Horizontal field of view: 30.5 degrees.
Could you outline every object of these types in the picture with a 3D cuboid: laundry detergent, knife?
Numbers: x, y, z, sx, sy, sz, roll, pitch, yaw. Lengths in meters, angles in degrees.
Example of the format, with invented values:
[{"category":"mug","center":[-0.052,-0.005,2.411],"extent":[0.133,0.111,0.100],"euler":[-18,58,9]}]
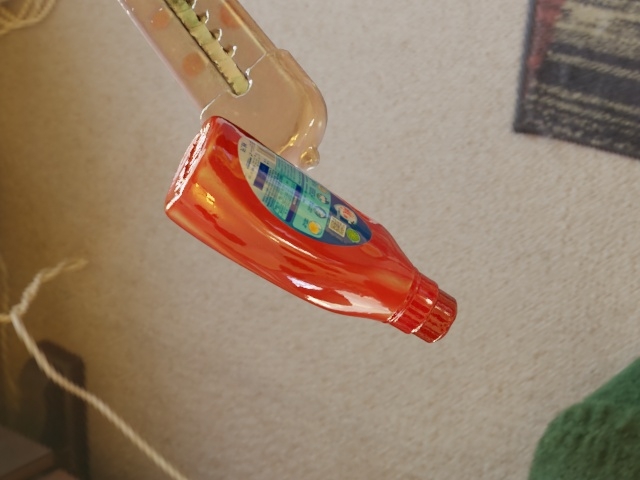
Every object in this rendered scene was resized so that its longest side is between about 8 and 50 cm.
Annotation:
[{"category":"laundry detergent","center":[0.000,0.000,0.621],"extent":[0.165,0.097,0.049],"euler":[32,119,-14]},{"category":"knife","center":[-0.111,-0.184,0.840],"extent":[0.132,0.038,0.399],"euler":[-42,61,10]}]
